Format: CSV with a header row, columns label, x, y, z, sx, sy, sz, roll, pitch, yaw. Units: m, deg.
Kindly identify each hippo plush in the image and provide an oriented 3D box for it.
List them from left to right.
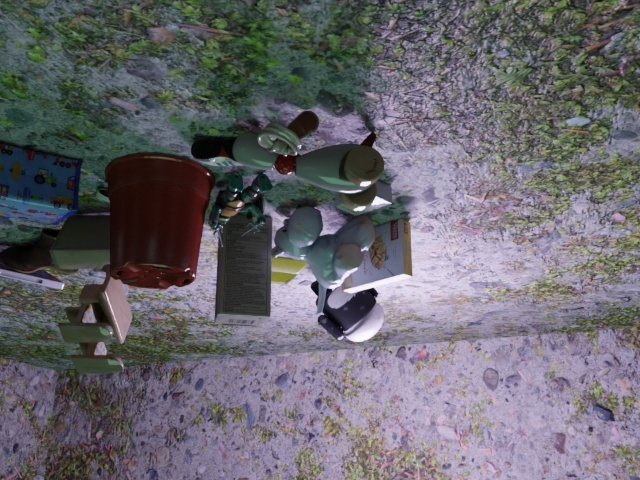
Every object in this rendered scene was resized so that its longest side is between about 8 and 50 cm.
label,x,y,z,sx,sy,sz,roll,pitch,yaw
hippo plush,0.000,0.000,1.968,0.236,0.234,0.294,33,137,-3

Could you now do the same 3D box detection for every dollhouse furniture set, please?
label,x,y,z,sx,sy,sz,roll,pitch,yaw
dollhouse furniture set,-0.580,0.126,2.028,0.256,0.362,0.394,0,130,5

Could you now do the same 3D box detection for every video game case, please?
label,x,y,z,sx,sy,sz,roll,pitch,yaw
video game case,-0.998,0.093,2.246,0.285,0.025,0.204,21,178,-44

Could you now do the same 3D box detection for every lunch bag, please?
label,x,y,z,sx,sy,sz,roll,pitch,yaw
lunch bag,-0.730,-0.103,1.686,0.221,0.138,0.293,11,156,-31

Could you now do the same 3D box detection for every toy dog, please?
label,x,y,z,sx,sy,sz,roll,pitch,yaw
toy dog,-0.003,-0.197,1.503,0.333,0.161,0.220,25,154,-20

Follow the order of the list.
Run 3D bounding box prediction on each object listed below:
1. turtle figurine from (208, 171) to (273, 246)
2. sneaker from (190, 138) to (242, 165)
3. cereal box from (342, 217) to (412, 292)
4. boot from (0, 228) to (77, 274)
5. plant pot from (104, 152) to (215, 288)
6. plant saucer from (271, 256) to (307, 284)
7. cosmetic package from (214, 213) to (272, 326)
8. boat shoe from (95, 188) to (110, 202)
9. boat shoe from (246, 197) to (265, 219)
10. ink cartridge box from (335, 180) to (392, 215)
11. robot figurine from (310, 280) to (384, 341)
label,x,y,z,sx,sy,sz,roll,pitch,yaw
turtle figurine,-0.220,-0.083,1.777,0.175,0.118,0.234,-21,159,-39
sneaker,-0.214,-0.197,1.586,0.161,0.057,0.075,2,176,-10
cereal box,0.163,0.048,2.063,0.240,0.173,0.047,-20,151,41
boot,-0.854,0.020,2.139,0.248,0.090,0.207,10,143,-15
plant pot,-0.398,-0.033,1.701,0.272,0.265,0.272,-1,160,0
plant saucer,-0.158,0.107,2.393,0.188,0.045,0.188,7,159,-20
cosmetic package,-0.219,0.086,1.981,0.153,0.296,0.129,6,160,-12
boat shoe,-0.533,-0.114,1.813,0.100,0.035,0.035,18,156,-26
boat shoe,-0.175,-0.084,1.887,0.038,0.046,0.125,0,168,-14
ink cartridge box,0.111,-0.113,1.802,0.122,0.052,0.088,-20,152,39
robot figurine,0.094,0.224,2.431,0.209,0.278,0.173,-43,-177,7
